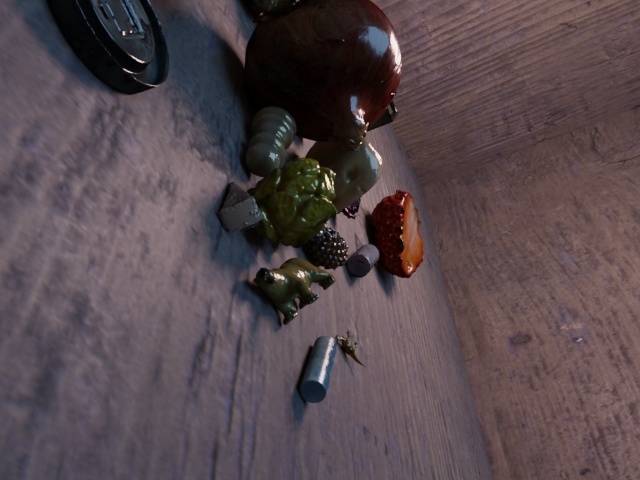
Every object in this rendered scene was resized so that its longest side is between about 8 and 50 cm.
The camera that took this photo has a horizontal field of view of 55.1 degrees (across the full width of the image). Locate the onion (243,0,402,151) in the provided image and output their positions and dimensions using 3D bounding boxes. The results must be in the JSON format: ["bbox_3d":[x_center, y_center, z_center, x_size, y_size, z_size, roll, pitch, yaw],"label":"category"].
[{"bbox_3d":[0.002,-0.372,1.346,0.353,0.353,0.354,-20,90,-74],"label":"onion"}]

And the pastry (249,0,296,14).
[{"bbox_3d":[-0.158,-0.702,1.598,0.236,0.120,0.257,64,19,-7],"label":"pastry"}]

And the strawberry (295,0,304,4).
[{"bbox_3d":[-0.003,-0.529,1.653,0.277,0.257,0.257,64,10,-74],"label":"strawberry"}]

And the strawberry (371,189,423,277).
[{"bbox_3d":[0.247,-0.009,2.079,0.336,0.149,0.265,-72,147,-49],"label":"strawberry"}]

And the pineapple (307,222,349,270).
[{"bbox_3d":[-0.001,0.000,1.332,0.221,0.083,0.103,48,26,-48],"label":"pineapple"}]

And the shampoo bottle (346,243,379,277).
[{"bbox_3d":[0.124,0.052,1.711,0.214,0.072,0.072,-34,103,-73],"label":"shampoo bottle"}]

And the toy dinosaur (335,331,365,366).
[{"bbox_3d":[0.068,0.240,1.370,0.113,0.026,0.041,49,31,-30],"label":"toy dinosaur"}]

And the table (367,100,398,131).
[{"bbox_3d":[0.083,-0.509,1.965,0.272,0.222,0.335,-55,124,-71],"label":"table"}]

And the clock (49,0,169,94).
[{"bbox_3d":[-0.286,-0.304,0.836,0.215,0.042,0.215,-20,90,-74],"label":"clock"}]

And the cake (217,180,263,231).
[{"bbox_3d":[-0.131,-0.064,1.039,0.121,0.065,0.052,-94,161,-62],"label":"cake"}]

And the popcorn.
[{"bbox_3d":[-0.049,-0.073,1.128,0.173,0.168,0.195,34,3,6],"label":"popcorn"}]

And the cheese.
[{"bbox_3d":[0.042,-0.172,1.498,0.117,0.235,0.218,40,70,-31],"label":"cheese"}]

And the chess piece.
[{"bbox_3d":[-0.102,-0.190,1.222,0.170,0.094,0.094,-83,149,-52],"label":"chess piece"}]

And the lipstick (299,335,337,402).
[{"bbox_3d":[-0.001,0.231,1.119,0.158,0.048,0.048,-67,134,-68],"label":"lipstick"}]

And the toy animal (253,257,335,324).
[{"bbox_3d":[-0.053,0.078,1.088,0.101,0.103,0.218,51,18,2],"label":"toy animal"}]

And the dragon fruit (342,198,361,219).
[{"bbox_3d":[0.046,-0.140,1.689,0.127,0.120,0.161,167,-67,-67],"label":"dragon fruit"}]
